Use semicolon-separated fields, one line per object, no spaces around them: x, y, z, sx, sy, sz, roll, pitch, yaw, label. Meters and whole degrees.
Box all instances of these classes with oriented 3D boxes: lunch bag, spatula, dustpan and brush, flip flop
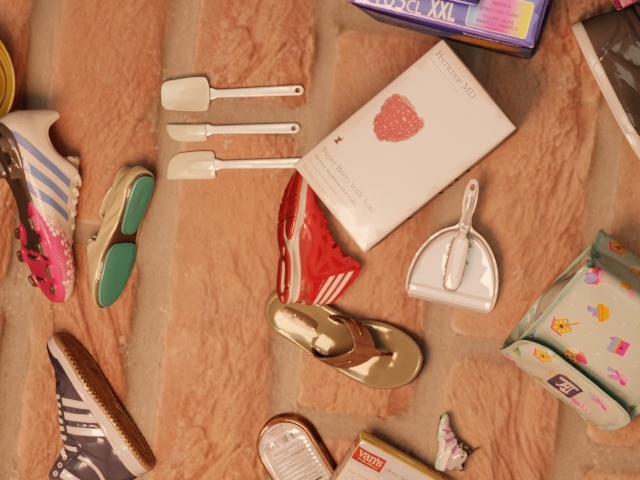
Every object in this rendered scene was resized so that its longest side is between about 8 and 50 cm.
0.425;0.155;1.759;0.223;0.160;0.262;36;124;2;lunch bag
-0.142;-0.187;1.903;0.241;0.019;0.168;-1;93;10;spatula
0.223;0.005;1.832;0.147;0.060;0.211;13;97;9;dustpan and brush
0.033;0.160;1.868;0.277;0.080;0.112;27;98;7;flip flop

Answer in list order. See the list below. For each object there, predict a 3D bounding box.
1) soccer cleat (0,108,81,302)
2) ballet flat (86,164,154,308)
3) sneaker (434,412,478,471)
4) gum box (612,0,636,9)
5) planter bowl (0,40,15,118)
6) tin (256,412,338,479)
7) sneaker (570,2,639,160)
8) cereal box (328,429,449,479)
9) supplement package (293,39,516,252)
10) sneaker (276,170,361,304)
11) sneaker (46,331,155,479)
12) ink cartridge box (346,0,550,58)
-0.443;-0.061;1.920;0.116;0.143;0.331;12;121;47;soccer cleat
-0.345;-0.012;1.930;0.086;0.086;0.249;22;96;8;ballet flat
0.223;0.329;1.873;0.069;0.038;0.098;4;105;8;sneaker
0.456;-0.447;1.728;0.107;0.062;0.188;-26;71;10;gum box
-0.598;-0.263;1.939;0.217;0.090;0.217;1;94;9;planter bowl
-0.034;0.379;1.921;0.106;0.040;0.190;-32;89;15;tin
0.507;-0.229;1.741;0.146;0.104;0.296;-27;85;16;sneaker
0.079;0.448;1.876;0.173;0.047;0.240;31;102;-7;cereal box
0.135;-0.144;1.777;0.293;0.175;0.177;-40;86;10;supplement package
0.000;0.000;1.877;0.128;0.087;0.221;8;83;-20;sneaker
-0.418;0.305;1.949;0.153;0.099;0.282;-33;91;9;sneaker
0.195;-0.365;1.638;0.269;0.395;0.151;16;97;9;ink cartridge box
